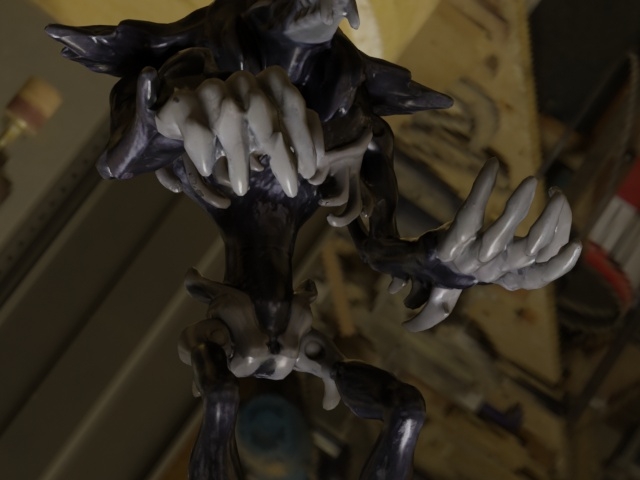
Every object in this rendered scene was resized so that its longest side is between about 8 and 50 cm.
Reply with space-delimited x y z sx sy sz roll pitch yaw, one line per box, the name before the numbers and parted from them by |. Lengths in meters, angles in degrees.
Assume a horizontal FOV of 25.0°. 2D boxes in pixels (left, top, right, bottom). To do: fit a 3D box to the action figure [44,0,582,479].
action figure | 0.000 0.000 0.473 0.164 0.275 0.141 8 160 -32
